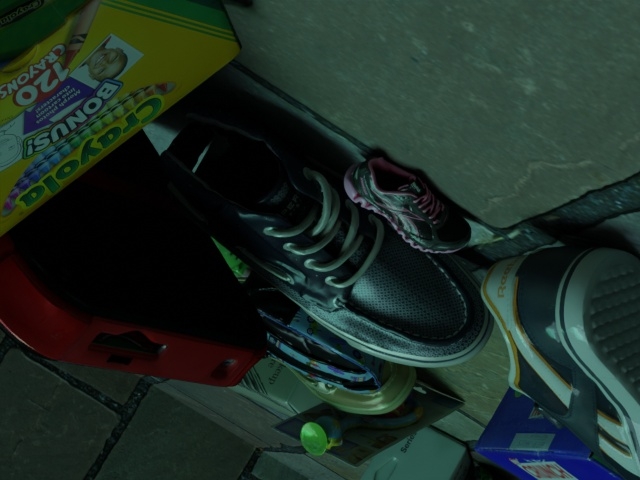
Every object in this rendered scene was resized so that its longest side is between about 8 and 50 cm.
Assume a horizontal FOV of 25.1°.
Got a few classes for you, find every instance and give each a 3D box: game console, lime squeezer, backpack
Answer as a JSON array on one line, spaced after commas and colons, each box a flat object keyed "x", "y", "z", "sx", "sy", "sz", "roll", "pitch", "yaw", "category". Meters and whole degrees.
[{"x": -0.212, "y": -0.031, "z": 1.246, "sx": 0.342, "sy": 0.060, "sz": 0.386, "roll": 55, "pitch": -166, "yaw": 23, "category": "game console"}, {"x": -0.131, "y": 0.013, "z": 1.697, "sx": 0.110, "sy": 0.059, "sz": 0.310, "roll": 9, "pitch": 162, "yaw": 13, "category": "lime squeezer"}, {"x": 0.005, "y": 0.092, "z": 1.602, "sx": 0.173, "sy": 0.117, "sz": 0.158, "roll": 25, "pitch": 165, "yaw": 21, "category": "backpack"}]

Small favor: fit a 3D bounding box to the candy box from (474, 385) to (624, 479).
[{"x": 0.350, "y": 0.242, "z": 1.422, "sx": 0.317, "sy": 0.122, "sz": 0.268, "roll": 32, "pitch": 167, "yaw": -12, "category": "candy box"}]

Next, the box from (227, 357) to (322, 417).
[{"x": -0.109, "y": 0.160, "z": 2.074, "sx": 0.275, "sy": 0.113, "sz": 0.094, "roll": 19, "pitch": 161, "yaw": 33, "category": "box"}]

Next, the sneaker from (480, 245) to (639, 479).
[{"x": 0.248, "y": 0.115, "z": 1.196, "sx": 0.127, "sy": 0.126, "sz": 0.321, "roll": 7, "pitch": 143, "yaw": 47, "category": "sneaker"}]

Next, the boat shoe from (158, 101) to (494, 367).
[{"x": 0.000, "y": 0.000, "z": 1.271, "sx": 0.340, "sy": 0.127, "sz": 0.158, "roll": 29, "pitch": 173, "yaw": 9, "category": "boat shoe"}]

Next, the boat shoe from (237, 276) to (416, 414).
[{"x": -0.008, "y": 0.127, "z": 1.773, "sx": 0.285, "sy": 0.104, "sz": 0.089, "roll": 22, "pitch": 160, "yaw": 38, "category": "boat shoe"}]

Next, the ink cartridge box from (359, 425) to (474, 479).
[{"x": 0.139, "y": 0.415, "z": 2.238, "sx": 0.121, "sy": 0.211, "sz": 0.289, "roll": 26, "pitch": 165, "yaw": 19, "category": "ink cartridge box"}]

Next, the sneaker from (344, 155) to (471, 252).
[{"x": 0.078, "y": -0.032, "z": 1.202, "sx": 0.119, "sy": 0.047, "sz": 0.057, "roll": 30, "pitch": 154, "yaw": -6, "category": "sneaker"}]

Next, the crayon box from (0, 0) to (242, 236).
[{"x": -0.199, "y": -0.112, "z": 0.985, "sx": 0.081, "sy": 0.278, "sz": 0.165, "roll": 49, "pitch": 173, "yaw": 22, "category": "crayon box"}]

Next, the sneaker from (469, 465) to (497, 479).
[{"x": 0.293, "y": 0.444, "z": 2.256, "sx": 0.146, "sy": 0.134, "sz": 0.343, "roll": 18, "pitch": 171, "yaw": 19, "category": "sneaker"}]

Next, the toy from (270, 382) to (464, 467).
[{"x": 0.064, "y": 0.205, "z": 1.823, "sx": 0.137, "sy": 0.237, "sz": 0.056, "roll": 19, "pitch": 118, "yaw": 34, "category": "toy"}]
